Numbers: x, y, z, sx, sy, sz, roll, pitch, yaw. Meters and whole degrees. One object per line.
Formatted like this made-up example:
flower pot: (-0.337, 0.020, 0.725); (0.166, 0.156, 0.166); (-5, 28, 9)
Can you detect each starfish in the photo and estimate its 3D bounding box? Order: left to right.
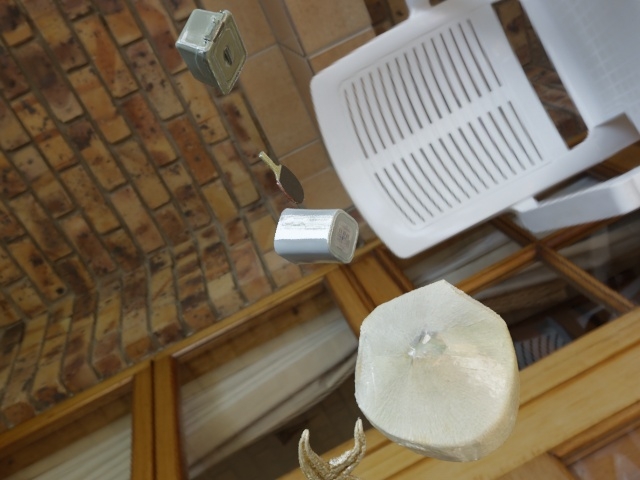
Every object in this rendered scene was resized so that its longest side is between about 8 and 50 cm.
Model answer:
starfish: (0.037, 0.424, 1.126); (0.050, 0.138, 0.247); (47, 155, 50)

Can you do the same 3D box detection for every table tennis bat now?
table tennis bat: (-0.086, -0.147, 1.392); (0.156, 0.013, 0.087); (46, -147, -30)

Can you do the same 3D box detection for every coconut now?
coconut: (0.167, 0.184, 0.875); (0.245, 0.245, 0.247); (60, 180, 37)

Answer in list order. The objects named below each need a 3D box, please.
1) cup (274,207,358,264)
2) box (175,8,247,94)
cup: (0.000, 0.000, 1.126); (0.128, 0.129, 0.095); (36, -117, -47)
box: (-0.235, -0.407, 1.298); (0.092, 0.124, 0.172); (20, 165, 13)
